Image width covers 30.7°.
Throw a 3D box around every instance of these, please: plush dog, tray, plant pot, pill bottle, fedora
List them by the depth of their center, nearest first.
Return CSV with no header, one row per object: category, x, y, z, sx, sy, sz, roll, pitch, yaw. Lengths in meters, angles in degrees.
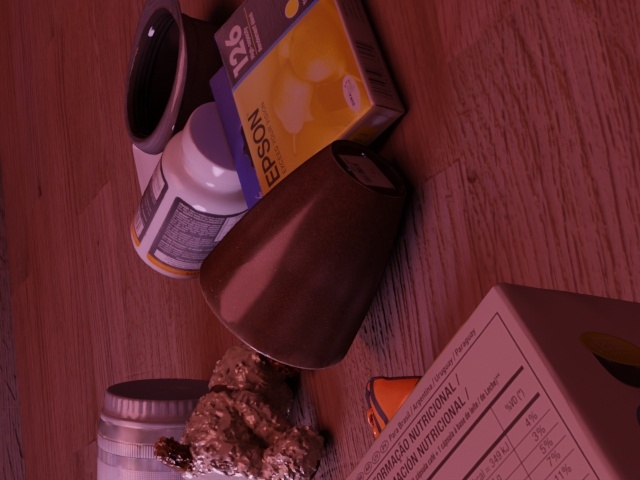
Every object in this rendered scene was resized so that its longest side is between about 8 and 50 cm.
plant pot,0.000,0.000,1.411,0.230,0.215,0.215,-56,41,27
plush dog,-0.115,0.244,1.660,0.262,0.210,0.225,-41,28,54
pill bottle,-0.181,-0.075,1.777,0.278,0.162,0.162,-54,44,48
fedora,-0.222,-0.268,1.889,0.243,0.124,0.275,41,120,54
tray,-0.283,-0.191,2.115,0.270,0.030,0.145,-53,46,50

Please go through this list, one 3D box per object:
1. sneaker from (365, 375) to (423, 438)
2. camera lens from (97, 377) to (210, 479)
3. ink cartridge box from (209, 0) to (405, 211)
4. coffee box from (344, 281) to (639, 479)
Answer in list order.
sneaker,0.088,0.265,1.330,0.321,0.124,0.180,-48,44,39
camera lens,-0.241,0.369,1.836,0.219,0.219,0.274,7,97,63
ink cartridge box,-0.049,-0.198,1.537,0.307,0.072,0.304,-40,54,33
coffee box,0.214,0.271,0.763,0.338,0.337,0.334,-58,40,30
